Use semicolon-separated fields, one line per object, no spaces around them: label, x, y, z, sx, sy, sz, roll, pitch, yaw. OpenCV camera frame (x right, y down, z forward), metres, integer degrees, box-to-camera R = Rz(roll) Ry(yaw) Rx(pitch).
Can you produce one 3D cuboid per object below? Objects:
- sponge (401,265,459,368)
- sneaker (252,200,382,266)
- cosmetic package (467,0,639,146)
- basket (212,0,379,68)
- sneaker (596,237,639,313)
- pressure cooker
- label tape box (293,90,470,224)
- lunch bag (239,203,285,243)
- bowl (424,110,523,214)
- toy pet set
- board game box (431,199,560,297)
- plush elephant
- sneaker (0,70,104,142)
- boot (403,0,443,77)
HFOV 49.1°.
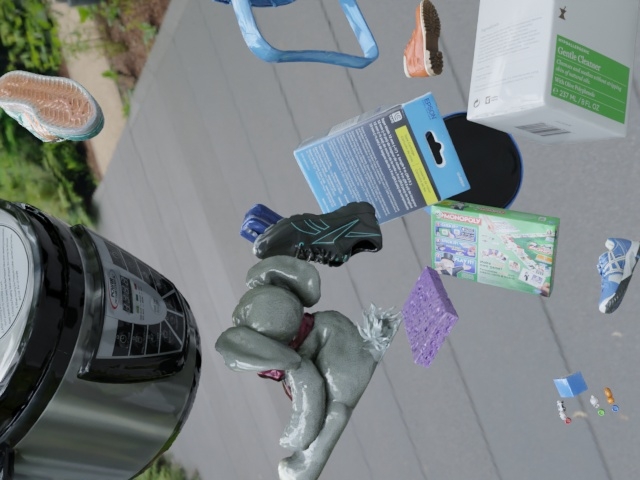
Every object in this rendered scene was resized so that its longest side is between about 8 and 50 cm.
sponge;0.203;0.141;1.335;0.210;0.031;0.117;-93;27;-69
sneaker;0.000;0.000;1.381;0.101;0.267;0.106;107;145;-64
cosmetic package;0.350;-0.342;1.034;0.155;0.197;0.365;2;84;58
basket;-0.045;-0.365;0.931;0.201;0.255;0.289;-31;78;36
sneaker;0.680;0.081;1.629;0.081;0.211;0.080;21;148;22
pressure cooker;-0.411;0.150;0.948;0.370;0.375;0.420;19;167;34
label tape box;0.147;-0.180;1.668;0.249;0.348;0.115;64;-165;-16
lunch bag;-0.118;-0.021;1.482;0.067;0.098;0.065;-41;26;43
bowl;0.479;-0.236;2.284;0.077;0.391;0.391;134;115;-77
toy pet set;0.578;0.349;1.549;0.122;0.065;0.114;-25;84;23
board game box;0.440;0.017;1.796;0.317;0.046;0.213;12;125;27
plush elephant;-0.046;0.178;1.112;0.255;0.272;0.330;28;126;5
sneaker;-0.506;-0.244;1.358;0.302;0.108;0.121;24;162;32
boot;0.204;-0.416;1.454;0.084;0.059;0.158;-1;92;48
